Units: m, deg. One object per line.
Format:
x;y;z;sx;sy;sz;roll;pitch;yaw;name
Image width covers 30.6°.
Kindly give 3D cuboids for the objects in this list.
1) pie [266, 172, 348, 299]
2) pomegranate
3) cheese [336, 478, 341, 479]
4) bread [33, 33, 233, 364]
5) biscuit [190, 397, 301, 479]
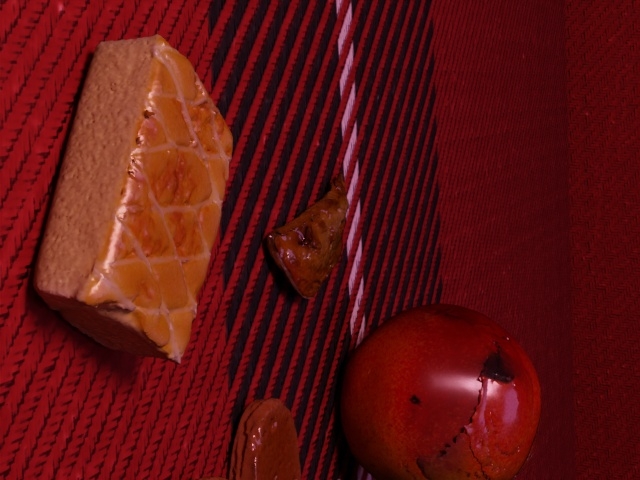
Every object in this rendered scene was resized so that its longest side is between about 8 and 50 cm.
0.000;0.003;1.112;0.191;0.033;0.088;-45;135;-60;pie
0.117;0.179;1.187;0.210;0.210;0.235;30;79;-64;pomegranate
0.009;0.331;1.119;0.105;0.042;0.191;65;31;-48;cheese
-0.118;-0.024;0.780;0.125;0.068;0.188;51;45;-57;bread
-0.067;0.224;0.944;0.192;0.036;0.186;8;80;-67;biscuit
